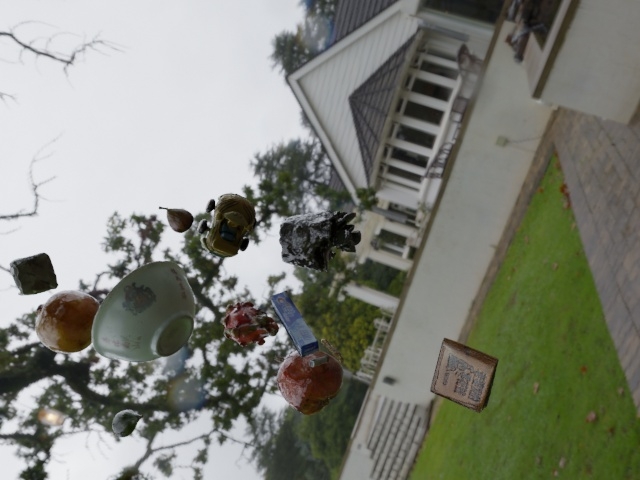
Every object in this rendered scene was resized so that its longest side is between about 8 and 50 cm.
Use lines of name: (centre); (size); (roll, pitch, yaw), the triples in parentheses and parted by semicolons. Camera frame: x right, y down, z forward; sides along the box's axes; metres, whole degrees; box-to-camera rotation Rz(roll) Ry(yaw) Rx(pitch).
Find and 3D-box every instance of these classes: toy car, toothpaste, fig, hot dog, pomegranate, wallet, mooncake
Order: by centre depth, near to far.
wallet: (0.399, 0.377, 1.564); (0.042, 0.161, 0.195); (-43, -35, -52)
mooncake: (-0.925, 0.110, 1.819); (0.125, 0.073, 0.129); (-15, -91, -46)
toothpaste: (-0.089, 0.267, 1.840); (0.272, 0.066, 0.053); (-129, 25, -50)
fig: (-0.507, -0.085, 1.967); (0.089, 0.125, 0.089); (-41, 21, 19)
toy car: (-0.332, -0.056, 2.074); (0.142, 0.201, 0.247); (-2, 70, 66)
hot dog: (0.050, 0.437, 2.232); (0.028, 0.137, 0.044); (-40, -44, -12)
pomegranate: (-1.037, 0.332, 2.313); (0.264, 0.265, 0.264); (20, -90, -80)
fig: (-0.874, 0.820, 2.563); (0.177, 0.117, 0.117); (-37, 12, 35)

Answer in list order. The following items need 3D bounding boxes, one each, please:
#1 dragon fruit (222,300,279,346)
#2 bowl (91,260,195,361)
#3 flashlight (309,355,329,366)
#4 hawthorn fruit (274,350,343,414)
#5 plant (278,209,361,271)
dragon fruit: (-0.211, 0.262, 1.737); (0.150, 0.208, 0.133); (6, -88, -53)
bowl: (-0.599, 0.305, 2.090); (0.435, 0.196, 0.434); (-43, -30, -33)
flashlight: (-0.003, 0.370, 1.729); (0.083, 0.018, 0.018); (-1, -79, -55)
hawthorn fruit: (-0.069, 0.563, 2.338); (0.276, 0.307, 0.276); (-46, -22, -24)
plant: (0.000, 0.000, 1.986); (0.199, 0.276, 0.188); (-63, -33, -65)
